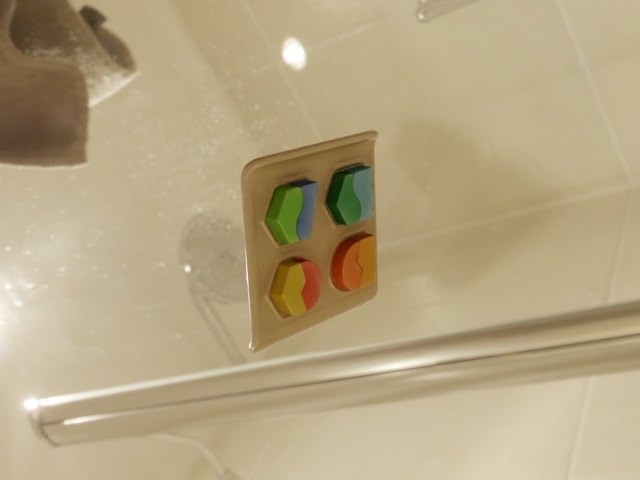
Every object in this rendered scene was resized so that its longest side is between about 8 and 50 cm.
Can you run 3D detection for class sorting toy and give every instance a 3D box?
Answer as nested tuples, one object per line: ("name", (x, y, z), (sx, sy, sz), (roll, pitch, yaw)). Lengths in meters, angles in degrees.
("sorting toy", (0.000, 0.000, 0.946), (0.193, 0.038, 0.208), (-20, -62, -44))
